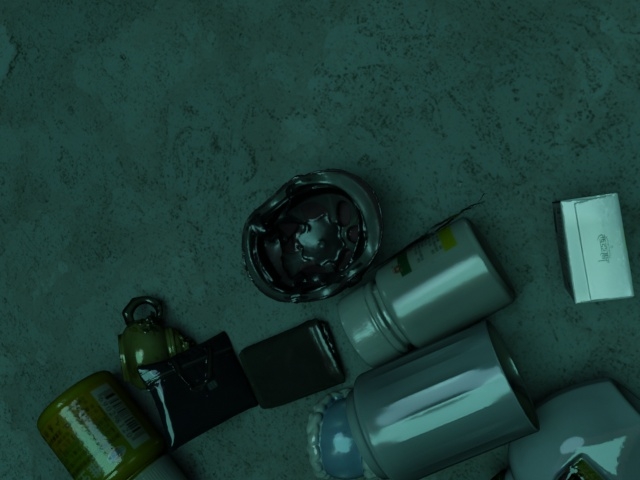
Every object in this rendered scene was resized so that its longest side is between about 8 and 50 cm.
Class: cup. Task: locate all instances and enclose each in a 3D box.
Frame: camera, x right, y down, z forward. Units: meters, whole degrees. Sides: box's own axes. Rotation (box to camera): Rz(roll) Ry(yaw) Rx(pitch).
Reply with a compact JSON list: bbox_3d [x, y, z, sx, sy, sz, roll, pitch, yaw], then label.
[{"bbox_3d":[0.247,0.322,1.440,0.326,0.323,0.237,-28,92,17],"label":"cup"}]

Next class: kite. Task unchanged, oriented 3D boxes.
[{"bbox_3d":[0.229,-0.011,1.536,0.309,0.169,0.015,-32,84,3],"label":"kite"}]

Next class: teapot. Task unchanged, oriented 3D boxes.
[{"bbox_3d":[-0.407,0.264,1.739,0.182,0.173,0.270,-8,71,-14],"label":"teapot"}]

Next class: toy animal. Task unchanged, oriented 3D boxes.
[{"bbox_3d":[0.074,0.456,1.590,0.204,0.156,0.208,-3,96,21],"label":"toy animal"}]

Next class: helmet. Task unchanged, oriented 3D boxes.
[{"bbox_3d":[0.000,0.000,1.567,0.338,0.197,0.271,-34,75,11],"label":"helmet"}]

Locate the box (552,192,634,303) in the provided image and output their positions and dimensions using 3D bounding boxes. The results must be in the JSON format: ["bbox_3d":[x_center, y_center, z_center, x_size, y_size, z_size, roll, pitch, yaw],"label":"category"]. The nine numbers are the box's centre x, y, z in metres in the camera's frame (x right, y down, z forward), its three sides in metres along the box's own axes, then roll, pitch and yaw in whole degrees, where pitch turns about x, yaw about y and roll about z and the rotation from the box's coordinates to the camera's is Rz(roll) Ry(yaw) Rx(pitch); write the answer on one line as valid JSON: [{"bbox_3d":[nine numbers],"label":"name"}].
[{"bbox_3d":[0.527,0.009,1.373,0.111,0.260,0.195,-9,91,13],"label":"box"}]

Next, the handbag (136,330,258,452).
[{"bbox_3d":[-0.291,0.351,1.667,0.088,0.254,0.211,-30,83,53],"label":"handbag"}]

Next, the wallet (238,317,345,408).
[{"bbox_3d":[-0.070,0.299,1.683,0.245,0.052,0.169,-24,86,21],"label":"wallet"}]

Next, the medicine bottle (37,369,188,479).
[{"bbox_3d":[-0.504,0.534,1.735,0.224,0.224,0.384,-45,81,14],"label":"medicine bottle"}]

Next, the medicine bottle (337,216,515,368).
[{"bbox_3d":[0.221,0.120,1.498,0.339,0.208,0.208,-32,83,16],"label":"medicine bottle"}]

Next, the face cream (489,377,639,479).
[{"bbox_3d":[0.530,0.471,1.414,0.312,0.219,0.357,44,107,9],"label":"face cream"}]
